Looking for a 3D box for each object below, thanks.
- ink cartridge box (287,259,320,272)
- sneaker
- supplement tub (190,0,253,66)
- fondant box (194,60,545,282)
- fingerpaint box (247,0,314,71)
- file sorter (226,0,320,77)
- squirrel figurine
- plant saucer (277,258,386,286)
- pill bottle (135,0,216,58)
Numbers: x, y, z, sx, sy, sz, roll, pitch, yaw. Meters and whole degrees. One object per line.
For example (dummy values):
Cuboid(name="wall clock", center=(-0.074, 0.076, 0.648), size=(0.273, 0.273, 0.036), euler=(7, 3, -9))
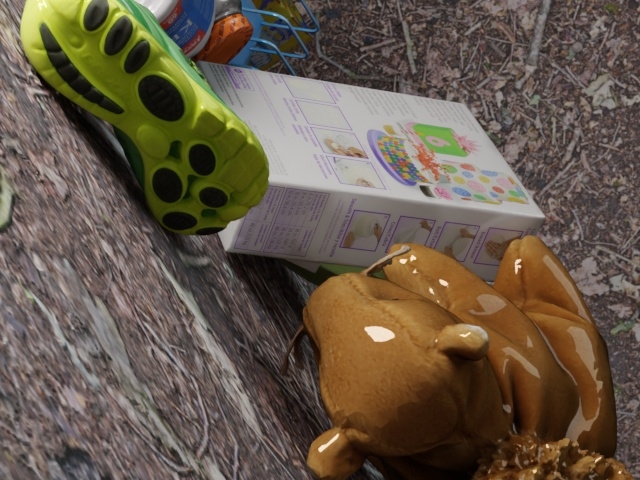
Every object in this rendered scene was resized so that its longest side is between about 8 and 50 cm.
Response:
Cuboid(name="ink cartridge box", center=(-0.042, -0.030, 1.749), size=(0.104, 0.061, 0.181), euler=(25, 18, -17))
Cuboid(name="sneaker", center=(-0.132, -0.117, 1.269), size=(0.295, 0.109, 0.123), euler=(55, 10, -43))
Cuboid(name="supplement tub", center=(-0.166, -0.272, 1.732), size=(0.190, 0.117, 0.117), euler=(50, 3, 8))
Cuboid(name="fondant box", center=(0.036, -0.071, 1.669), size=(0.330, 0.096, 0.238), euler=(6, 32, -24))
Cuboid(name="fingerpaint box", center=(-0.203, -0.449, 2.362), size=(0.371, 0.163, 0.445), euler=(59, 6, 7))
Cuboid(name="file sorter", center=(-0.086, -0.230, 2.017), size=(0.104, 0.170, 0.118), euler=(13, -19, 26))
Cuboid(name="squirrel figurine", center=(0.141, 0.176, 1.426), size=(0.397, 0.281, 0.370), euler=(58, 10, 22))
Cuboid(name="plant saucer", center=(0.000, 0.000, 1.896), size=(0.241, 0.037, 0.241), euler=(29, 19, -11))
Cuboid(name="pill bottle", center=(-0.170, -0.237, 1.558), size=(0.124, 0.124, 0.221), euler=(60, 5, 8))
